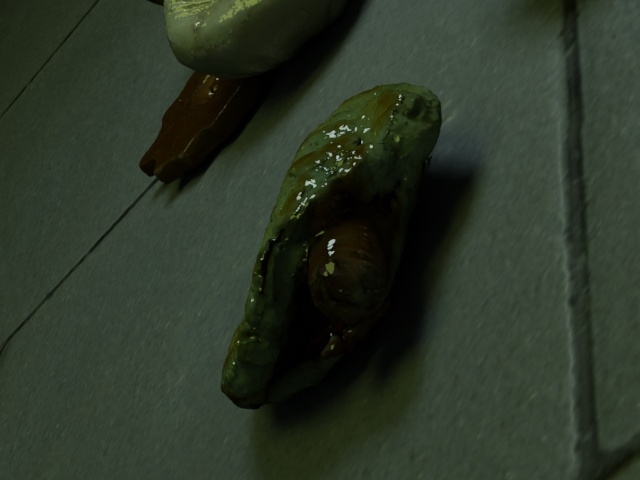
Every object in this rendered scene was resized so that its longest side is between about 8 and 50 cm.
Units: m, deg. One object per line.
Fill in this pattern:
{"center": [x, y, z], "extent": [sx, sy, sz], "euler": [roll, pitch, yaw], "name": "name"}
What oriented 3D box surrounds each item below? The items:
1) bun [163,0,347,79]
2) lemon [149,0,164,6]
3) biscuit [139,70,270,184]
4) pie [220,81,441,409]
{"center": [-0.052, -0.262, 1.887], "extent": [0.231, 0.133, 0.231], "euler": [-31, 43, 34], "name": "bun"}
{"center": [-0.122, -0.347, 2.149], "extent": [0.180, 0.181, 0.193], "euler": [-31, 31, 50], "name": "lemon"}
{"center": [-0.123, -0.141, 2.014], "extent": [0.215, 0.034, 0.182], "euler": [-43, 24, 28], "name": "biscuit"}
{"center": [-0.003, 0.002, 1.393], "extent": [0.257, 0.105, 0.274], "euler": [-46, 19, 52], "name": "pie"}
